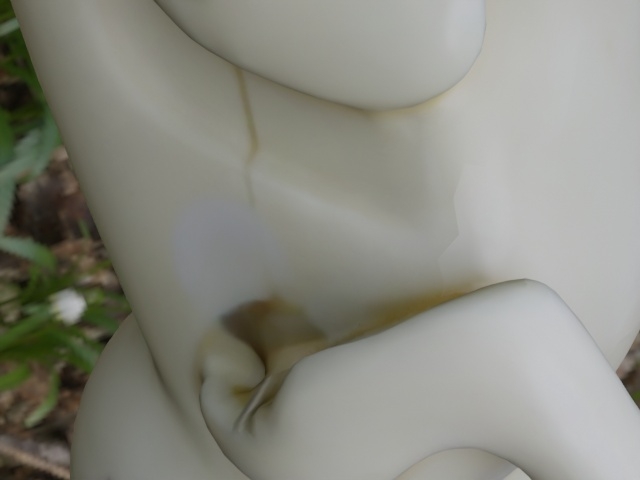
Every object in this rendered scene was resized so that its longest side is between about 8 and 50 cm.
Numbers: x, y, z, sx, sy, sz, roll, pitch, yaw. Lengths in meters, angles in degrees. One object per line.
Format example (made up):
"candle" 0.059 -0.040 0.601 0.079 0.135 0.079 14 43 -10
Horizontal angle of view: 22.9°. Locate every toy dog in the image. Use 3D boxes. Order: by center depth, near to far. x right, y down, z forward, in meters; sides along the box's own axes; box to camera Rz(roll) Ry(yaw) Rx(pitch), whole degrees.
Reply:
"toy dog" 0.000 0.000 0.595 0.284 0.395 0.408 -53 150 -60
